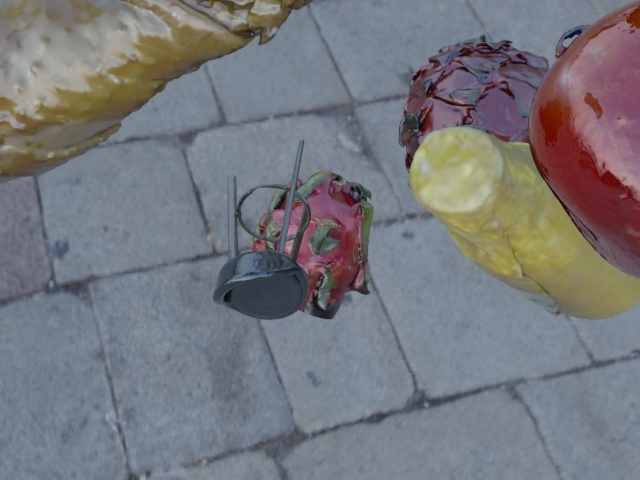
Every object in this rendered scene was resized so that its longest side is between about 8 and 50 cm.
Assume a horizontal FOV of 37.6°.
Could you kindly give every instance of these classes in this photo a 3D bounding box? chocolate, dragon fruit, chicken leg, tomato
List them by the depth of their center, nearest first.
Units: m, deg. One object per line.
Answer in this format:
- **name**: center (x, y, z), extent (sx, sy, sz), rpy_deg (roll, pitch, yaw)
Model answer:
- **tomato**: center (0.214, -0.059, 0.547), extent (0.187, 0.187, 0.151), rpy_deg (2, 57, -8)
- **chicken leg**: center (-0.151, -0.166, 0.705), extent (0.295, 0.409, 0.182), rpy_deg (-31, 104, -62)
- **chocolate**: center (0.209, -0.018, 0.939), extent (0.445, 0.162, 0.162), rpy_deg (18, 34, -56)
- **dragon fruit**: center (0.000, 0.000, 1.208), extent (0.166, 0.172, 0.160), rpy_deg (19, 9, -19)
- **dragon fruit**: center (0.227, -0.153, 1.340), extent (0.244, 0.244, 0.299), rpy_deg (26, 66, 10)

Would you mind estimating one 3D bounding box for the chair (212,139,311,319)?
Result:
- **chair**: center (-0.049, 0.000, 0.989), extent (0.104, 0.095, 0.222), rpy_deg (-27, 31, 25)
